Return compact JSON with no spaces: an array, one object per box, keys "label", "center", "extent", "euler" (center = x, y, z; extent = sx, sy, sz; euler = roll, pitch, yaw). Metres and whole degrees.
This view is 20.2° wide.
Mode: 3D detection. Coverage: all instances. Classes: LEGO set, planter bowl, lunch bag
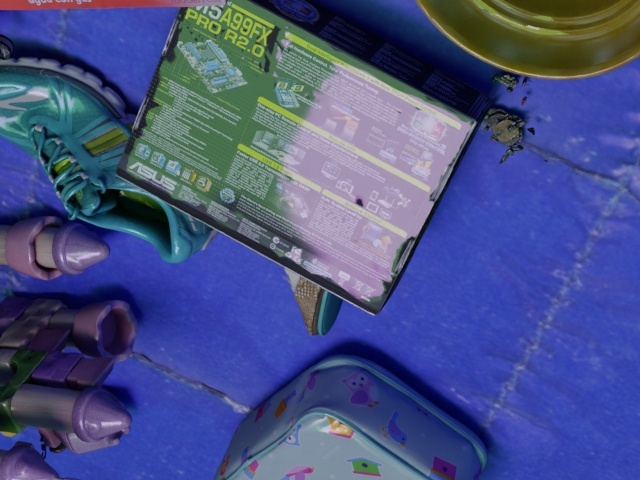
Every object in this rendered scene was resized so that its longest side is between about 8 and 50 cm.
[{"label":"LEGO set","center":[0.159,-0.106,1.523],"extent":[0.054,0.023,0.083],"euler":[24,124,1]},{"label":"planter bowl","center":[0.172,-0.233,1.340],"extent":[0.217,0.090,0.217],"euler":[14,136,14]},{"label":"lunch bag","center":[0.028,0.248,1.857],"extent":[0.224,0.108,0.279],"euler":[33,139,-12]}]

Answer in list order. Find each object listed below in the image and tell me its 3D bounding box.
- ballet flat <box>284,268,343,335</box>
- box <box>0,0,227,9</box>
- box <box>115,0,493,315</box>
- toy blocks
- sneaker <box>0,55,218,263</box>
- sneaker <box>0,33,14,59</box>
[{"label":"ballet flat","center":[0.000,0.000,1.670],"extent":[0.067,0.073,0.206],"euler":[24,128,11]},{"label":"box","center":[-0.194,-0.284,1.437],"extent":[0.300,0.154,0.142],"euler":[3,131,26]},{"label":"box","center":[-0.019,-0.089,1.545],"extent":[0.270,0.060,0.216],"euler":[28,120,5]},{"label":"toy blocks","center":[-0.275,0.166,1.802],"extent":[0.260,0.288,0.309],"euler":[3,128,32]},{"label":"sneaker","center":[-0.214,-0.077,1.673],"extent":[0.275,0.110,0.107],"euler":[30,137,-1]},{"label":"sneaker","center":[-0.371,-0.258,1.593],"extent":[0.153,0.101,0.268],"euler":[-2,135,28]}]
